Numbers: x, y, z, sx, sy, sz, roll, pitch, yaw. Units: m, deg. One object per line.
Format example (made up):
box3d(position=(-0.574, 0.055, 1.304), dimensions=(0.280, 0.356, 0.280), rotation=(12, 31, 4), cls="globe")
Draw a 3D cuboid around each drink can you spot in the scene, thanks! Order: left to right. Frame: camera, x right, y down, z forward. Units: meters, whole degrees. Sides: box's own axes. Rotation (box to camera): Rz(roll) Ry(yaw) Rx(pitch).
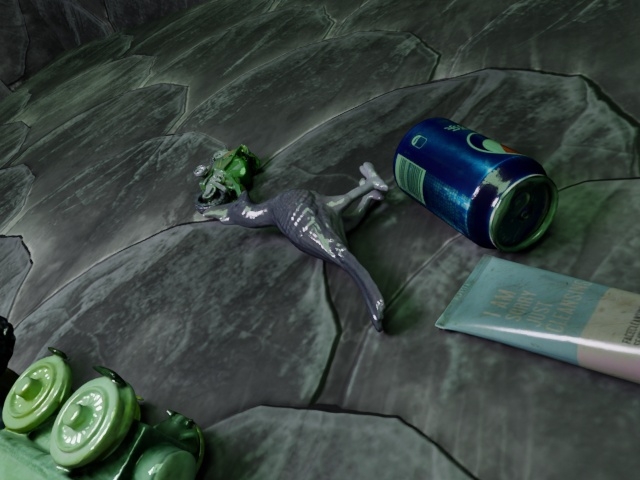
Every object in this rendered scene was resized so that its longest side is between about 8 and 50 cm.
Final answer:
box3d(position=(0.184, -0.072, 0.685), dimensions=(0.118, 0.118, 0.205), rotation=(-33, 39, -7), cls="drink can")

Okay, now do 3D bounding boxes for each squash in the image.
box3d(position=(-0.438, 0.219, 0.788), dimensions=(0.183, 0.052, 0.052), rotation=(9, 51, 41), cls="squash")

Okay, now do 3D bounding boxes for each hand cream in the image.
box3d(position=(0.256, 0.076, 0.510), dimensions=(0.312, 0.070, 0.111), rotation=(14, 58, 46), cls="hand cream")

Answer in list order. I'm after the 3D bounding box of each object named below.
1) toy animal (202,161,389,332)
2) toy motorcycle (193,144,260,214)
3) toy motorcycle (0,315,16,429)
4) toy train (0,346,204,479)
box3d(position=(0.013, -0.027, 0.774), dimensions=(0.206, 0.081, 0.367), rotation=(-40, 46, -23), cls="toy animal")
box3d(position=(-0.164, -0.114, 0.998), dimensions=(0.106, 0.074, 0.190), rotation=(-9, 40, 10), cls="toy motorcycle")
box3d(position=(-0.543, 0.277, 0.698), dimensions=(0.416, 0.172, 0.232), rotation=(-40, 52, 0), cls="toy motorcycle")
box3d(position=(-0.253, 0.235, 0.575), dimensions=(0.271, 0.159, 0.188), rotation=(5, 58, 36), cls="toy train")
